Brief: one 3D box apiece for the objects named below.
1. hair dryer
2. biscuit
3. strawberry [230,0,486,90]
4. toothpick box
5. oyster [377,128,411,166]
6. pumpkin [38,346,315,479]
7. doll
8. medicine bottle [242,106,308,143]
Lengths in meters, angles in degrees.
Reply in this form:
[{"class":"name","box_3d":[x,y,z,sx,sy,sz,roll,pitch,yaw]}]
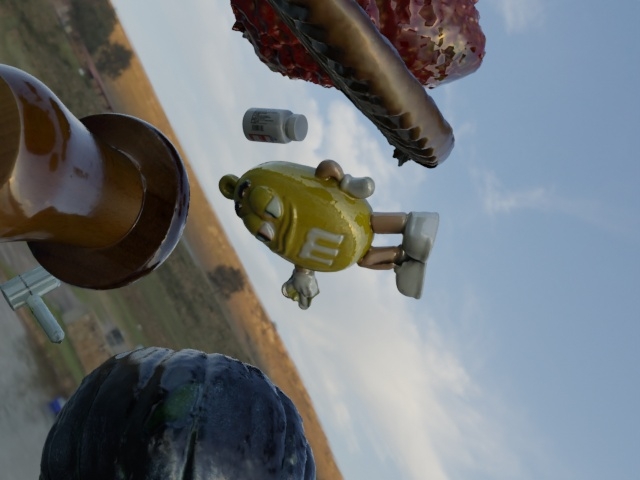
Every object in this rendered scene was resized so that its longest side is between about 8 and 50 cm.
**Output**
[{"class":"hair dryer","box_3d":[-0.428,0.104,1.240,0.137,0.082,0.047,50,-27,21]},{"class":"biscuit","box_3d":[-0.013,-0.176,0.595,0.318,0.040,0.318,48,6,-7]},{"class":"strawberry","box_3d":[0.040,-0.314,1.061,0.343,0.292,0.292,40,-26,42]},{"class":"toothpick box","box_3d":[-0.254,-0.055,0.773,0.192,0.192,0.294,58,9,16]},{"class":"oyster","box_3d":[0.092,-0.149,0.924,0.086,0.029,0.132,128,-46,-61]},{"class":"pumpkin","box_3d":[-0.183,0.305,1.066,0.364,0.363,0.266,78,14,-45]},{"class":"doll","box_3d":[0.032,-0.009,1.572,0.161,0.422,0.348,-65,141,-52]},{"class":"medicine bottle","box_3d":[-0.103,-0.262,1.829,0.140,0.079,0.079,9,-46,28]}]
